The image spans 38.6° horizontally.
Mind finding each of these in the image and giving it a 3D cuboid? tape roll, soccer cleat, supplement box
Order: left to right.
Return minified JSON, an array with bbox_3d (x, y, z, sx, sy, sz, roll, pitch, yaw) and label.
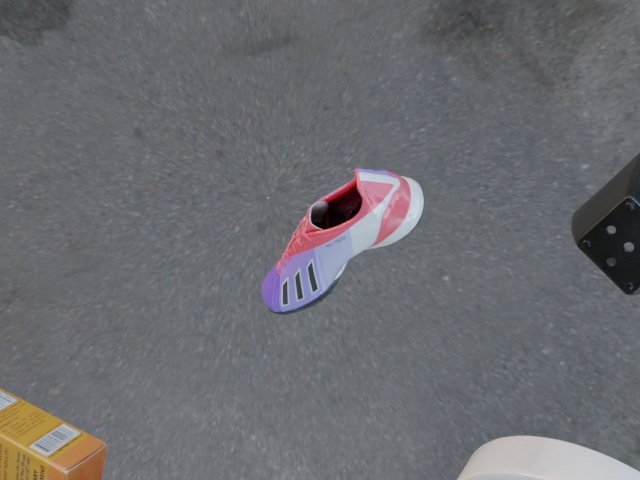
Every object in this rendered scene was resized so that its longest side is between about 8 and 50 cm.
[{"bbox_3d":[-0.375,0.243,1.106,0.233,0.080,0.078,22,115,23],"label":"supplement box"},{"bbox_3d":[0.000,0.000,1.277,0.116,0.318,0.108,20,48,-36],"label":"soccer cleat"},{"bbox_3d":[0.357,0.422,1.238,0.392,0.392,0.072,45,55,-4],"label":"tape roll"}]

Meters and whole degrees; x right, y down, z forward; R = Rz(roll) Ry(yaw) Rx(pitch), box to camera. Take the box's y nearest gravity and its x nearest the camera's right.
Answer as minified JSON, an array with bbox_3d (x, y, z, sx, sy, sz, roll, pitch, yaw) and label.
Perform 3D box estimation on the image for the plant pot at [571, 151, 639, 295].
[{"bbox_3d":[0.540,-0.012,1.556,0.188,0.167,0.187,46,123,6],"label":"plant pot"}]
